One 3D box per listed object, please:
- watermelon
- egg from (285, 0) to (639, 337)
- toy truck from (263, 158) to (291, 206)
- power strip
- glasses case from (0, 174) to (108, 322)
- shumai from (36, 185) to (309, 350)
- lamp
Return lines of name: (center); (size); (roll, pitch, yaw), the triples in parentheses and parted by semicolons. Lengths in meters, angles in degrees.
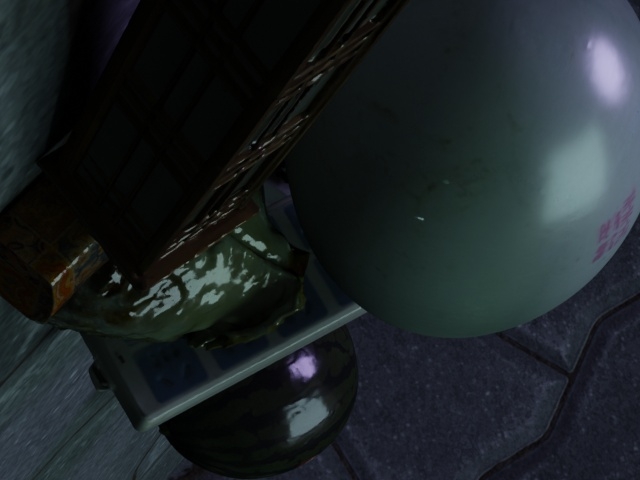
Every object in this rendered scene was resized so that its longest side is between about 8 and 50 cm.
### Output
watermelon: (-0.069, 0.133, 1.557); (0.212, 0.212, 0.212); (-50, 175, -6)
egg: (0.091, -0.056, 1.002); (0.230, 0.230, 0.371); (-49, 168, -16)
toy truck: (0.043, -0.111, 1.319); (0.136, 0.111, 0.286); (-48, 177, -47)
power strip: (-0.011, 0.018, 1.199); (0.367, 0.106, 0.043); (-27, 169, -22)
glasses case: (-0.094, -0.050, 0.879); (0.218, 0.049, 0.075); (-48, 174, -26)
shumai: (-0.085, 0.025, 0.992); (0.184, 0.142, 0.184); (-53, 177, -4)
lamp: (-0.032, -0.083, 0.680); (0.090, 0.089, 0.325); (-36, 176, -29)
